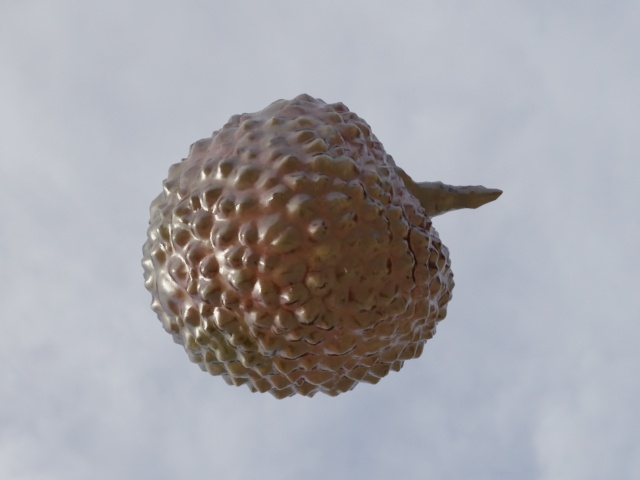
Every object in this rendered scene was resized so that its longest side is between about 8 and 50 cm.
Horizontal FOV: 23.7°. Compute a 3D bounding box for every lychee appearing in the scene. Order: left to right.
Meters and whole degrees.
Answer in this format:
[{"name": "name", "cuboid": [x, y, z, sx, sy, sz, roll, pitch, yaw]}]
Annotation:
[{"name": "lychee", "cuboid": [0.000, 0.000, 0.830, 0.197, 0.165, 0.165, -30, -58, -1]}]
